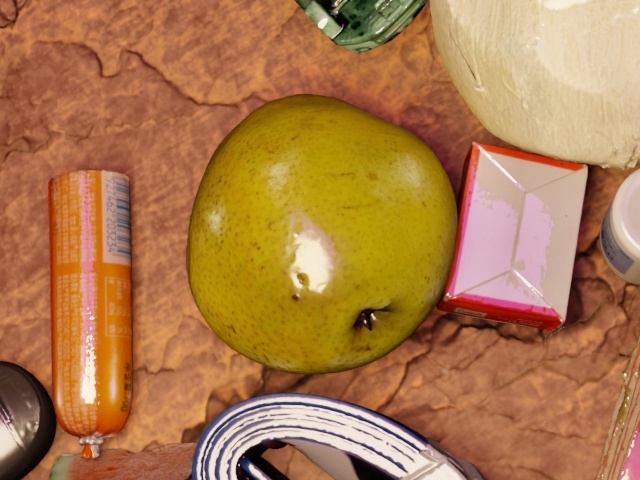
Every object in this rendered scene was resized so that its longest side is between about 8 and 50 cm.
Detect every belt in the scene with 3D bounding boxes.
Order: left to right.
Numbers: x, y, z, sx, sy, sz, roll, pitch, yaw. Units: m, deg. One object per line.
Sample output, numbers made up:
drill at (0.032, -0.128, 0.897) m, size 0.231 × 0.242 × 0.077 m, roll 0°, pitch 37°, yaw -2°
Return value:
belt at (0.037, 0.283, 1.293) m, size 0.347 × 0.117 × 0.212 m, roll 28°, pitch 85°, yaw 13°

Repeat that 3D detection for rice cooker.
rice cooker at (-0.383, 0.218, 1.354) m, size 0.203 × 0.118 × 0.142 m, roll -32°, pitch 78°, yaw 0°

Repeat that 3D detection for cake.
cake at (0.357, 0.202, 1.280) m, size 0.135 × 0.098 × 0.287 m, roll 8°, pitch 85°, yaw 10°

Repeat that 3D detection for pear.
pear at (0.000, 0.000, 1.274) m, size 0.294 × 0.294 × 0.294 m, roll -1°, pitch 79°, yaw 7°

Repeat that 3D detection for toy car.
toy car at (0.019, -0.316, 1.385) m, size 0.136 × 0.125 × 0.306 m, roll -44°, pitch 57°, yaw 9°

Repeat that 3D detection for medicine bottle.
medicine bottle at (0.341, -0.011, 1.273) m, size 0.102 × 0.187 × 0.103 m, roll -1°, pitch 80°, yaw 7°

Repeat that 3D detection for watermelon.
watermelon at (-0.212, 0.274, 1.310) m, size 0.136 × 0.207 × 0.202 m, roll 32°, pitch 67°, yaw -14°

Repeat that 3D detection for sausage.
sausage at (-0.252, 0.084, 1.378) m, size 0.093 × 0.093 × 0.312 m, roll -5°, pitch 79°, yaw 6°

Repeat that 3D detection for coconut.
coconut at (0.277, -0.260, 1.216) m, size 0.346 × 0.360 × 0.346 m, roll -4°, pitch 57°, yaw 6°

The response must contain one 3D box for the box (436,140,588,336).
box at (0.204, 0.000, 1.335) m, size 0.133 × 0.099 × 0.182 m, roll 9°, pitch 80°, yaw 3°
